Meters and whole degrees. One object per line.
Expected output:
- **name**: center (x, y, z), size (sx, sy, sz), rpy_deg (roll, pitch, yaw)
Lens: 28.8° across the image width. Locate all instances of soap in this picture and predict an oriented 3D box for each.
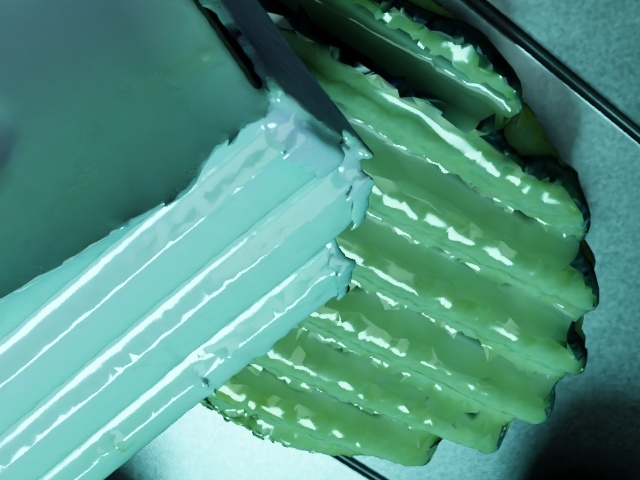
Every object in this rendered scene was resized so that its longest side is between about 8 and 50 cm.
- **soap**: center (-0.178, 0.040, 0.663), size (0.446, 0.156, 0.261), rpy_deg (-39, 154, 17)

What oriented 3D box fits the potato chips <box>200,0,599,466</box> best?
- **potato chips**: center (0.000, 0.000, 0.835), size (0.429, 0.070, 0.358), rpy_deg (28, 118, -15)
